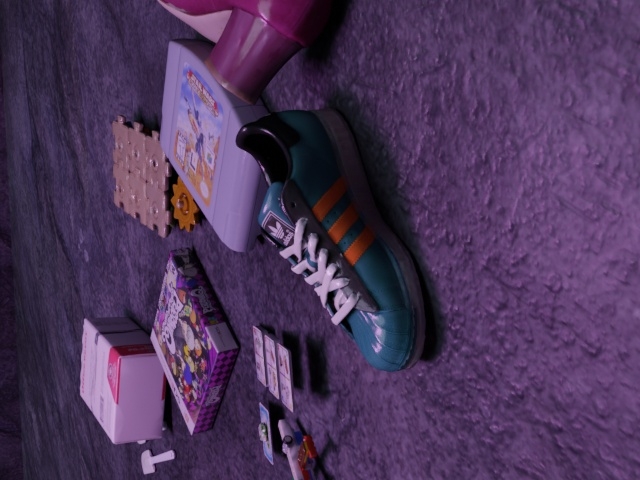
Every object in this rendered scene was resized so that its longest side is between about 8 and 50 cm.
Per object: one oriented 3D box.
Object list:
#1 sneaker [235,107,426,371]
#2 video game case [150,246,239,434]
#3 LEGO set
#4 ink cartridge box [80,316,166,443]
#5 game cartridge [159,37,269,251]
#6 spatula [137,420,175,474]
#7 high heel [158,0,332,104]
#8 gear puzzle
[{"bbox_3d":[0.000,0.000,0.822,0.108,0.121,0.302,-55,51,51],"label":"sneaker"},{"bbox_3d":[-0.210,0.165,1.316,0.210,0.041,0.232,58,143,33],"label":"video game case"},{"bbox_3d":[-0.037,0.241,1.054,0.182,0.060,0.244,-169,74,-72],"label":"LEGO set"},{"bbox_3d":[-0.386,0.262,1.577,0.237,0.100,0.172,23,110,57],"label":"ink cartridge box"},{"bbox_3d":[-0.147,-0.149,1.114,0.297,0.062,0.198,51,143,41],"label":"game cartridge"},{"bbox_3d":[-0.348,0.382,1.642,0.242,0.019,0.168,-37,65,58],"label":"spatula"},{"bbox_3d":[-0.089,-0.310,0.956,0.181,0.127,0.377,-52,43,16],"label":"high heel"},{"bbox_3d":[-0.270,-0.103,1.358,0.339,0.044,0.176,27,119,52],"label":"gear puzzle"}]
